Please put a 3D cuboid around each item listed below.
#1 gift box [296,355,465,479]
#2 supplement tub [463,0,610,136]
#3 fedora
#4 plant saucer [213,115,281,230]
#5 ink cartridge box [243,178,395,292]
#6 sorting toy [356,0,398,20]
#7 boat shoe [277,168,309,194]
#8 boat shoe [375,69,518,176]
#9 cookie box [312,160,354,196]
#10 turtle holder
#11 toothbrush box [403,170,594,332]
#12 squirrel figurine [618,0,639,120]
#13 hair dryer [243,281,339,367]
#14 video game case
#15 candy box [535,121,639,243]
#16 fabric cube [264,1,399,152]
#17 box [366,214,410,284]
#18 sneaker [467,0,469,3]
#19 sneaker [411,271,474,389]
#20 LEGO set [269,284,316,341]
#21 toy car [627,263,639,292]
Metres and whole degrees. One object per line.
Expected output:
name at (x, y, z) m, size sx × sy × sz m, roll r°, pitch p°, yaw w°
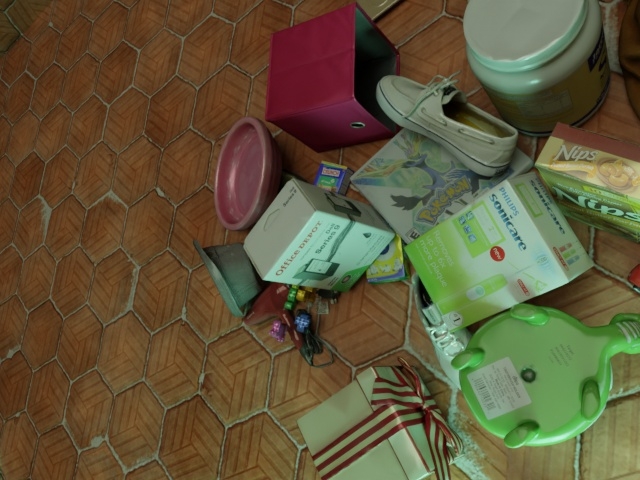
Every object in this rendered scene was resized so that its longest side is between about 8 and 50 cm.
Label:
gift box at (0.135, 0.416, 1.083) m, size 0.258 × 0.276 × 0.255 m, roll -39°, pitch 66°, yaw 17°
supplement tub at (0.435, -0.373, 1.037) m, size 0.241 × 0.331 × 0.240 m, roll -8°, pitch 75°, yaw 31°
fedora at (-0.248, 0.085, 1.466) m, size 0.124 × 0.243 × 0.275 m, roll -29°, pitch 28°, yaw -11°
plant saucer at (-0.209, -0.188, 1.504) m, size 0.332 × 0.084 × 0.331 m, roll -17°, pitch 70°, yaw 54°
ink cartridge box at (0.000, 0.000, 1.210) m, size 0.211 × 0.289 × 0.121 m, roll -52°, pitch 51°, yaw 22°
sorting toy at (0.188, -0.740, 1.468) m, size 0.208 × 0.038 × 0.192 m, roll -33°, pitch 63°, yaw 27°
boat shoe at (-0.109, -0.166, 1.496) m, size 0.224 × 0.074 × 0.080 m, roll 25°, pitch 108°, yaw 54°
boat shoe at (0.276, -0.300, 1.142) m, size 0.136 × 0.156 × 0.367 m, roll -33°, pitch 62°, yaw -26°
cookie box at (0.030, -0.156, 1.422) m, size 0.092 × 0.040 × 0.107 m, roll 20°, pitch 89°, yaw 35°
turtle holder at (0.422, 0.225, 0.966) m, size 0.243 × 0.227 × 0.320 m, roll 36°, pitch 98°, yaw 35°
toothbrush box at (0.334, 0.030, 1.015) m, size 0.283 × 0.122 × 0.206 m, roll -38°, pitch 74°, yaw 46°
squirrel figurine at (0.644, -0.475, 0.904) m, size 0.281 × 0.370 × 0.396 m, roll -20°, pitch 68°, yaw 28°
hair dryer at (-0.092, 0.211, 1.388) m, size 0.294 × 0.080 × 0.223 m, roll 3°, pitch 81°, yaw 34°
video game case at (0.275, -0.163, 1.243) m, size 0.329 × 0.036 × 0.300 m, roll -43°, pitch 59°, yaw 8°
candy box at (0.516, -0.090, 0.927) m, size 0.183 × 0.316 × 0.087 m, roll 29°, pitch 94°, yaw 35°
fabric cube at (0.038, -0.403, 1.348) m, size 0.258 × 0.254 × 0.258 m, roll -5°, pitch 76°, yaw 31°
box at (0.163, 0.013, 1.295) m, size 0.105 × 0.043 × 0.179 m, roll -13°, pitch 70°, yaw 29°
sneaker at (0.419, -0.668, 1.280) m, size 0.170 × 0.063 × 0.074 m, roll -41°, pitch 66°, yaw 24°
sneaker at (0.267, 0.194, 1.132) m, size 0.111 × 0.129 × 0.297 m, roll -33°, pitch 64°, yaw 21°
LEGO set at (-0.061, 0.154, 1.302) m, size 0.087 × 0.093 × 0.227 m, roll 13°, pitch 87°, yaw 20°
toy car at (0.700, 0.126, 0.915) m, size 0.225 × 0.053 × 0.238 m, roll -20°, pitch 69°, yaw 28°
